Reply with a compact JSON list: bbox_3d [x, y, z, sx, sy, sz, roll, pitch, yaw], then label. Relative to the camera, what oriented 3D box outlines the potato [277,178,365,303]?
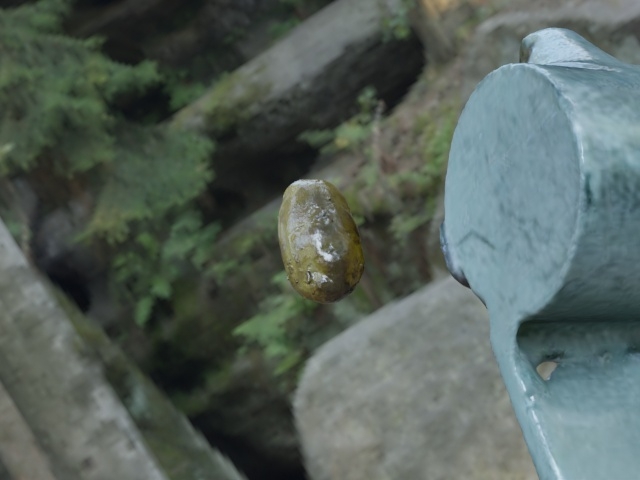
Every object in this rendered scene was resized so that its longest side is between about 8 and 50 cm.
[{"bbox_3d":[0.000,0.000,0.927,0.051,0.083,0.040,-2,-24,-26],"label":"potato"}]

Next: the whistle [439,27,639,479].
[{"bbox_3d":[0.204,0.039,1.107,0.168,0.405,0.188,1,0,-25],"label":"whistle"}]
